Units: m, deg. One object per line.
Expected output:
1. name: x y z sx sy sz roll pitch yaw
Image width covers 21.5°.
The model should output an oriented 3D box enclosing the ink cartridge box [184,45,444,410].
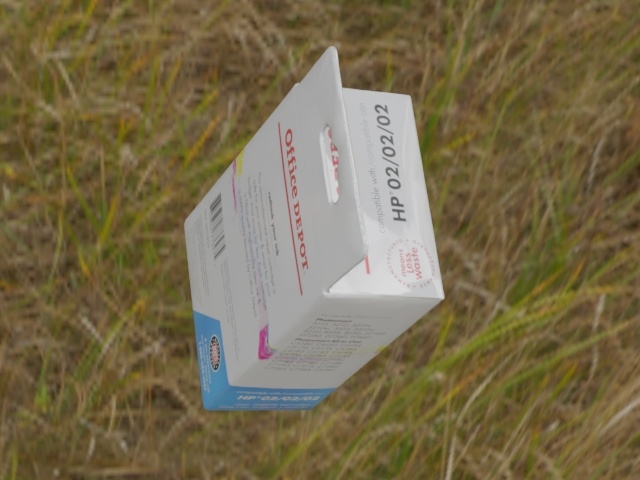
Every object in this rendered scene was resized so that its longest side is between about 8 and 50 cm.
1. ink cartridge box: 0.000 0.000 0.771 0.062 0.181 0.104 4 64 -25
